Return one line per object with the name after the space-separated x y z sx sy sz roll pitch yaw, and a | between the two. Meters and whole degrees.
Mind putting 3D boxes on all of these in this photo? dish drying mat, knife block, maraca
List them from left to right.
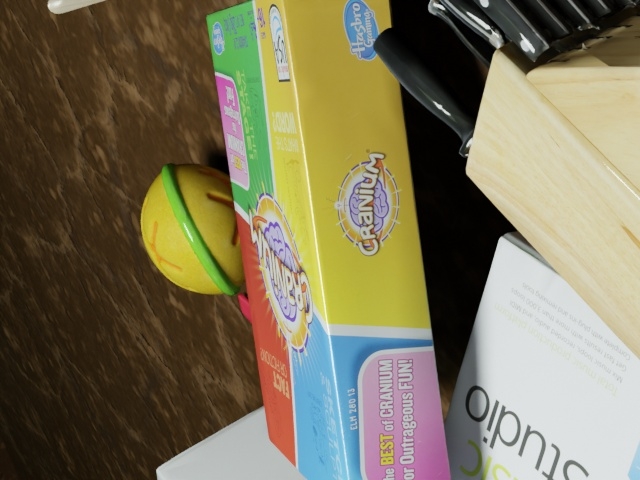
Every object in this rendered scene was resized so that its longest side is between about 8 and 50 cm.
-0.102 -0.011 1.238 0.185 0.099 0.127 -78 -37 -86 | maraca
-0.051 0.082 1.339 0.083 0.008 0.032 40 149 39 | dish drying mat
0.136 -0.042 0.715 0.242 0.088 0.275 11 126 62 | knife block

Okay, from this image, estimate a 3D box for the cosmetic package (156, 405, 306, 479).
0.008 0.366 1.345 0.385 0.156 0.217 47 155 29 | cosmetic package

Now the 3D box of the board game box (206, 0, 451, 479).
0.000 0.000 0.910 0.242 0.064 0.316 -161 62 -75 | board game box

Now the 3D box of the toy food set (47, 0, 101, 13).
-0.205 -0.292 1.116 0.071 0.128 0.217 -120 6 -68 | toy food set

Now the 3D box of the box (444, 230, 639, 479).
0.153 0.186 0.815 0.232 0.058 0.322 37 123 44 | box
